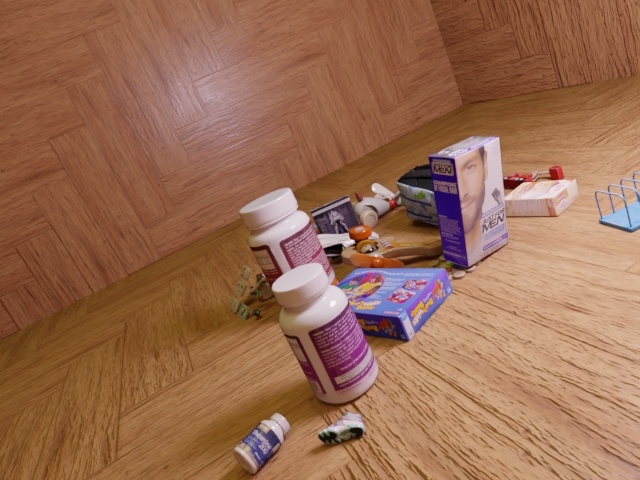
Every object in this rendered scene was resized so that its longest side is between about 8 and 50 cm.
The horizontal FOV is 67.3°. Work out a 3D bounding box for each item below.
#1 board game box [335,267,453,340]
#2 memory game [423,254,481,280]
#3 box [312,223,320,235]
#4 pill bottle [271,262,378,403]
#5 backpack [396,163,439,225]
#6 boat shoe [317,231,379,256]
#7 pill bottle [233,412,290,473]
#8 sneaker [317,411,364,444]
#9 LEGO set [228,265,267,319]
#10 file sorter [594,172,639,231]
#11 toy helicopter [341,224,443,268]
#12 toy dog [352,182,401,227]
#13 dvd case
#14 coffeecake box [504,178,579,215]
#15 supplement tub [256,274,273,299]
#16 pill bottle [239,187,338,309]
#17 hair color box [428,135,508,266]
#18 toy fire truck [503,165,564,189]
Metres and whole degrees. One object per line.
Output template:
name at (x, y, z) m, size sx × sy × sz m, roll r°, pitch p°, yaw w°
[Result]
board game box at (0.169, 0.172, 1.393) m, size 0.233 × 0.078 × 0.347 m, roll -37°, pitch 21°, yaw -35°
memory game at (0.401, 0.078, 1.476) m, size 0.186 × 0.012 × 0.186 m, roll -22°, pitch 17°, yaw 7°
box at (0.000, 0.000, 2.052) m, size 0.257 × 0.128 × 0.122 m, roll -20°, pitch 18°, yaw 16°
pill bottle at (0.006, 0.210, 1.113) m, size 0.170 × 0.301 × 0.169 m, roll -22°, pitch 17°, yaw 7°
backpack at (0.456, -0.186, 1.850) m, size 0.290 × 0.273 × 0.356 m, roll -35°, pitch 42°, yaw -26°
boat shoe at (0.099, 0.021, 1.878) m, size 0.268 × 0.096 × 0.088 m, roll -1°, pitch 46°, yaw -3°
pill bottle at (-0.122, 0.430, 1.028) m, size 0.067 × 0.067 × 0.120 m, roll -4°, pitch 26°, yaw 48°
sneaker at (0.044, 0.385, 1.001) m, size 0.098 × 0.038 × 0.069 m, roll -12°, pitch 17°, yaw 8°
LEGO set at (-0.261, 0.208, 1.826) m, size 0.244 × 0.060 × 0.182 m, roll 18°, pitch 88°, yaw 59°
file sorter at (0.854, -0.115, 1.289) m, size 0.171 × 0.104 × 0.118 m, roll -25°, pitch 18°, yaw -3°
toy helicopter at (0.240, 0.037, 1.628) m, size 0.356 × 0.140 × 0.235 m, roll -5°, pitch 18°, yaw 21°
toy dog at (0.264, -0.193, 2.192) m, size 0.220 × 0.160 × 0.334 m, roll 11°, pitch 38°, yaw 39°
dvd case at (0.077, -0.052, 1.942) m, size 0.165 × 0.221 × 0.018 m, roll -24°, pitch 14°, yaw 1°
coffeecake box at (0.728, -0.140, 1.596) m, size 0.142 × 0.068 × 0.186 m, roll -33°, pitch 19°, yaw -29°
supplement tub at (-0.218, 0.182, 1.895) m, size 0.071 × 0.070 × 0.107 m, roll -24°, pitch 17°, yaw 2°
pill bottle at (-0.108, 0.037, 1.633) m, size 0.224 × 0.391 × 0.224 m, roll -22°, pitch 17°, yaw 7°
hair color box at (0.438, -0.115, 1.406) m, size 0.185 × 0.338 × 0.110 m, roll -26°, pitch 24°, yaw -25°
toy fire truck at (0.802, -0.238, 1.826) m, size 0.135 × 0.047 × 0.192 m, roll -27°, pitch 16°, yaw -12°
